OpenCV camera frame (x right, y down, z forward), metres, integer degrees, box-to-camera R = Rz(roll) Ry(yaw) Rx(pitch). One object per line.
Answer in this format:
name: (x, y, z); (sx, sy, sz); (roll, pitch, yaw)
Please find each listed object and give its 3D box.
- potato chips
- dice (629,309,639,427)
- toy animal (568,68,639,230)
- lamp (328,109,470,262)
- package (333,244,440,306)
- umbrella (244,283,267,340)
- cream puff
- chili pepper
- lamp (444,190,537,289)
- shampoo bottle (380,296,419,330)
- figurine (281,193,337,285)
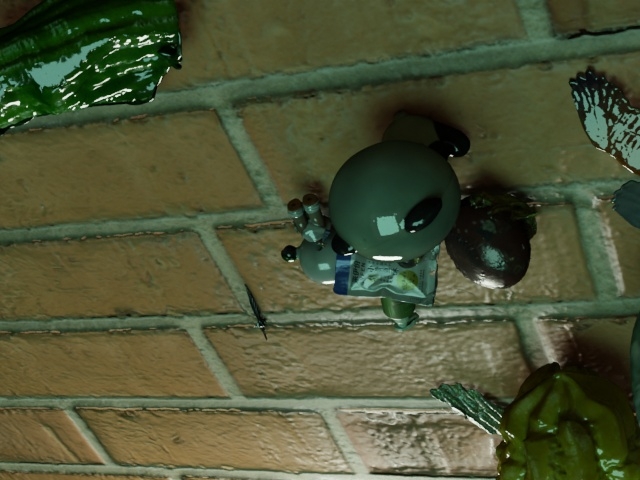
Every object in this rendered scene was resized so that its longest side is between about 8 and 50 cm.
potato chips: (0.310, 0.325, 2.126); (0.207, 0.028, 0.092); (36, 136, -19)
dice: (0.668, 0.181, 1.551); (0.328, 0.330, 0.348); (19, 140, -19)
toy animal: (0.527, -0.137, 1.505); (0.284, 0.225, 0.302); (-30, 134, 19)
lamp: (0.116, -0.077, 1.613); (0.198, 0.244, 0.197); (14, 135, 14)
package: (0.111, 0.016, 1.806); (0.173, 0.027, 0.171); (6, 101, 8)
umbrella: (-0.121, 0.141, 2.113); (0.022, 0.022, 0.148); (-24, 131, -7)
cream puff: (0.424, 0.344, 1.934); (0.291, 0.324, 0.257); (-22, 88, 20)
chili pepper: (-0.375, -0.281, 1.662); (0.385, 0.213, 0.167); (-15, 85, 11)
lamp: (0.271, -0.004, 1.719); (0.156, 0.135, 0.157); (59, 162, 2)
shampoo bottle: (0.132, 0.081, 1.915); (0.065, 0.065, 0.204); (4, 136, 19)
figurine: (0.000, 0.000, 1.864); (0.147, 0.093, 0.197); (-17, 121, 8)
